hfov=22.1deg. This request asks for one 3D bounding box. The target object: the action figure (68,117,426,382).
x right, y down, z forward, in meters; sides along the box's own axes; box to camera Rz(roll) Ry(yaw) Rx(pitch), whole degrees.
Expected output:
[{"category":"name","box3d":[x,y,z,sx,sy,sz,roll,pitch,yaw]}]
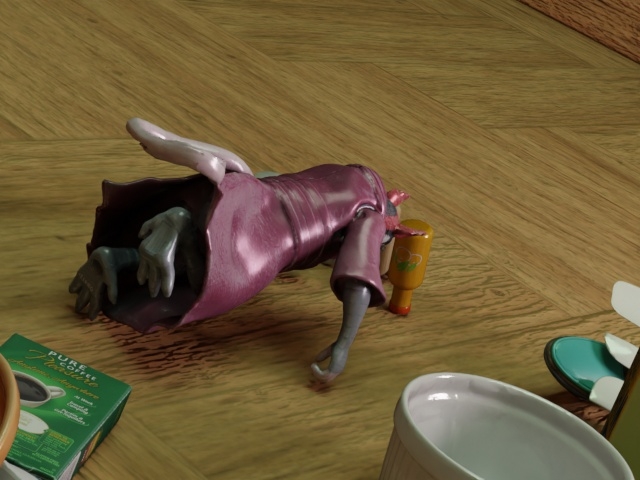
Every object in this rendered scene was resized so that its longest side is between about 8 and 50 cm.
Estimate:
[{"category":"action figure","box3d":[-0.053,-0.025,1.569,0.370,0.275,0.248,-15,32,-36]}]

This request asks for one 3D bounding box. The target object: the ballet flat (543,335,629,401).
[{"category":"ballet flat","box3d":[0.311,0.151,1.739,0.203,0.074,0.074,13,22,-22]}]

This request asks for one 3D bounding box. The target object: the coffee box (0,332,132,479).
[{"category":"coffee box","box3d":[-0.227,0.140,1.274,0.113,0.040,0.184,23,21,3]}]

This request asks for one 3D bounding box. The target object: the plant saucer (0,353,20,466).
[{"category":"plant saucer","box3d":[-0.288,0.142,1.084,0.200,0.037,0.200,-13,38,11]}]

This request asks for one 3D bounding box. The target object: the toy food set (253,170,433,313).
[{"category":"toy food set","box3d":[0.000,0.000,1.795,0.232,0.104,0.111,9,26,-2]}]

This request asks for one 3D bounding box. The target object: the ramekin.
[{"category":"ramekin","box3d":[0.145,0.209,1.363,0.207,0.109,0.207,18,20,-7]}]

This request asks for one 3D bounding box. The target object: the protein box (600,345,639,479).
[{"category":"protein box","box3d":[0.387,0.172,1.558,0.201,0.199,0.136,23,20,7]}]

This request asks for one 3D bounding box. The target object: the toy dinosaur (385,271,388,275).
[{"category":"toy dinosaur","box3d":[0.033,-0.018,1.926,0.112,0.064,0.211,29,22,-34]}]

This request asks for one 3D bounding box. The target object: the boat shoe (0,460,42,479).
[{"category":"boat shoe","box3d":[-0.174,0.214,1.096,0.258,0.095,0.084,24,-10,21]}]

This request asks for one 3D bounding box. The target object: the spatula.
[{"category":"spatula","box3d":[0.397,0.155,1.723,0.242,0.019,0.168,28,47,-10]}]
